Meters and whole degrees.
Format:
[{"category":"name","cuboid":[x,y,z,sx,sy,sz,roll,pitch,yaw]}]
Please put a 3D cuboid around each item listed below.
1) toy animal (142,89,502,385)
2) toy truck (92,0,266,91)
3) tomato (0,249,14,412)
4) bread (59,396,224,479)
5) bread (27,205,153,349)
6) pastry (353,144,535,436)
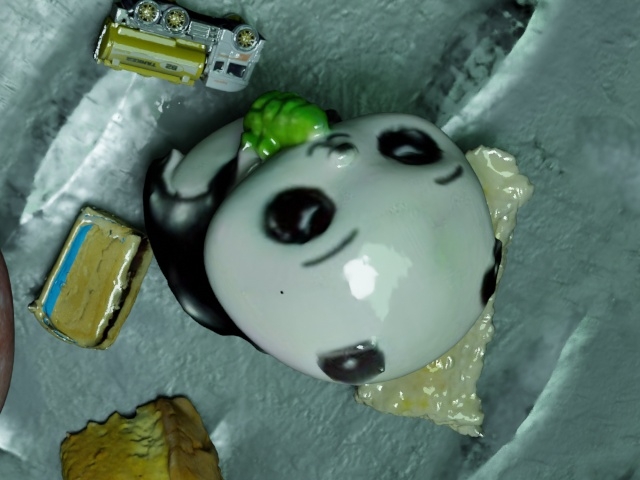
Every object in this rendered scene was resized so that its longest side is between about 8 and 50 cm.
[{"category":"toy animal","cuboid":[-0.002,-0.009,0.930,0.212,0.266,0.213,-1,92,-31]},{"category":"toy truck","cuboid":[-0.108,-0.150,0.972,0.123,0.052,0.063,12,107,-21]},{"category":"tomato","cuboid":[-0.341,0.071,0.864,0.270,0.227,0.270,-5,105,-18]},{"category":"bread","cuboid":[-0.139,0.262,1.054,0.143,0.139,0.229,-12,110,-7]},{"category":"bread","cuboid":[-0.178,0.032,1.007,0.072,0.053,0.106,27,95,-2]},{"category":"pastry","cuboid":[0.101,0.039,1.087,0.121,0.089,0.259,4,104,-17]}]
